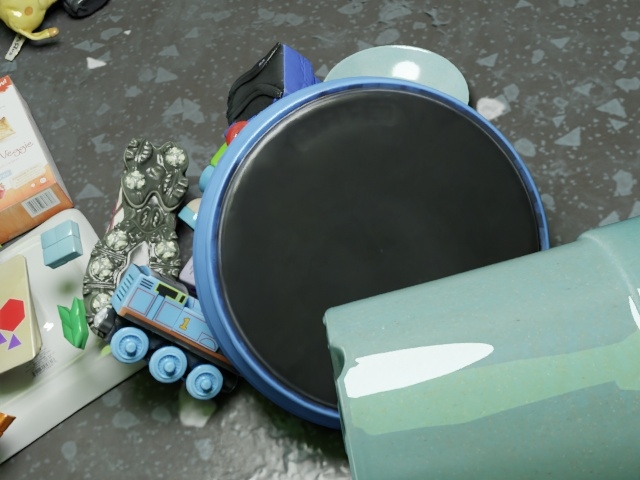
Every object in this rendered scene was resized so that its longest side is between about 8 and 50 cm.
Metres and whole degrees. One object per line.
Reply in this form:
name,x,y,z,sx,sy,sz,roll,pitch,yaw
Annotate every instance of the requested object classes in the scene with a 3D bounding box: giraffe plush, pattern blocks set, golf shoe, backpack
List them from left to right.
pattern blocks set,-0.412,0.111,1.216,0.325,0.026,0.285,-16,64,20
giraffe plush,-0.481,-0.401,1.518,0.182,0.170,0.210,5,73,29
golf shoe,-0.223,0.008,1.267,0.105,0.120,0.272,16,62,-8
backpack,-0.062,-0.181,1.359,0.120,0.101,0.097,-28,44,34

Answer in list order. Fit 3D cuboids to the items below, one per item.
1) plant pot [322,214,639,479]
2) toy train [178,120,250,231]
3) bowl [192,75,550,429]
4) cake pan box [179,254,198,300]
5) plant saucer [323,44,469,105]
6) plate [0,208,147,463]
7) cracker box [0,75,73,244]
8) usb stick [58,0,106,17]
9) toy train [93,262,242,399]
plant pot,0.186,0.157,0.920,0.334,0.341,0.341,-11,56,0
toy train,-0.041,-0.017,1.179,0.248,0.105,0.143,37,87,22
bowl,0.059,0.012,1.095,0.392,0.077,0.390,0,87,-7
cake pan box,0.000,0.000,1.247,0.246,0.070,0.266,24,65,23
plant saucer,0.097,-0.181,1.348,0.195,0.037,0.194,-2,53,3
plate,-0.371,0.108,1.273,0.277,0.045,0.278,-34,57,-10
cracker box,-0.458,-0.106,1.416,0.156,0.067,0.232,-29,56,-6
usb stick,-0.427,-0.451,1.644,0.077,0.045,0.278,-35,57,-9
toy train,-0.162,0.106,1.156,0.105,0.184,0.080,-60,21,1
